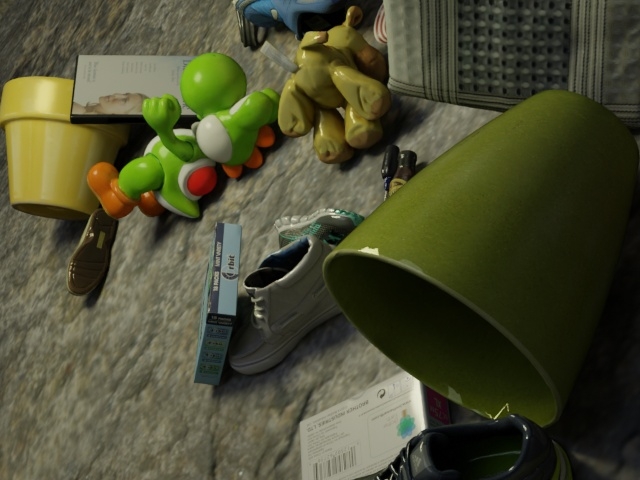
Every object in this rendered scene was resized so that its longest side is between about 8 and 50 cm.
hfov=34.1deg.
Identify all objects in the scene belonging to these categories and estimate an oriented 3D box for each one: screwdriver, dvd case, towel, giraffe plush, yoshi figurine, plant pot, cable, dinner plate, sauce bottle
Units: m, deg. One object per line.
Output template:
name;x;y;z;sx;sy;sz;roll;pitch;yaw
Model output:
screwdriver;0.092;-0.054;1.418;0.025;0.024;0.169;-3;65;17
dvd case;-0.332;-0.282;1.942;0.022;0.253;0.180;97;170;-47
towel;0.212;-0.277;1.115;0.312;0.324;0.056;13;38;22
giraffe plush;0.027;-0.244;1.533;0.181;0.210;0.170;-30;14;38
yoshi figurine;-0.228;-0.187;1.757;0.362;0.203;0.203;-30;37;29
plant pot;-0.510;-0.170;2.057;0.254;0.254;0.239;-5;76;49
plant pot;0.197;-0.007;1.072;0.275;0.275;0.293;10;57;53
cable;-0.137;-0.488;1.954;0.139;0.072;0.287;96;162;-47
dinner plate;0.138;-0.353;1.588;0.141;0.017;0.141;-29;44;33
sauce bottle;0.110;-0.061;1.377;0.042;0.042;0.128;-24;46;38

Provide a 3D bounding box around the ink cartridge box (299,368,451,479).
ink cartridge box;0.066;0.305;1.131;0.186;0.065;0.311;-31;40;29

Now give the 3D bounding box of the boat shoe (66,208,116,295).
boat shoe;-0.433;0.032;1.953;0.072;0.068;0.190;-37;28;45

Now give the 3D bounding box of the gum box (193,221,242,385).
gum box;-0.146;0.092;1.484;0.184;0.041;0.157;107;168;-50

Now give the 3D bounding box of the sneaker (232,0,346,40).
sneaker;-0.045;-0.389;1.734;0.130;0.147;0.330;-35;11;-12

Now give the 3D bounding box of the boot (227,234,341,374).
boot;-0.064;0.081;1.406;0.258;0.123;0.095;-39;39;25

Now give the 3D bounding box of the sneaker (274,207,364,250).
sneaker;0.000;0.000;1.461;0.166;0.065;0.076;-13;71;49

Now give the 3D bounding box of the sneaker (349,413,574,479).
sneaker;0.090;0.238;1.010;0.300;0.121;0.111;-23;47;4
